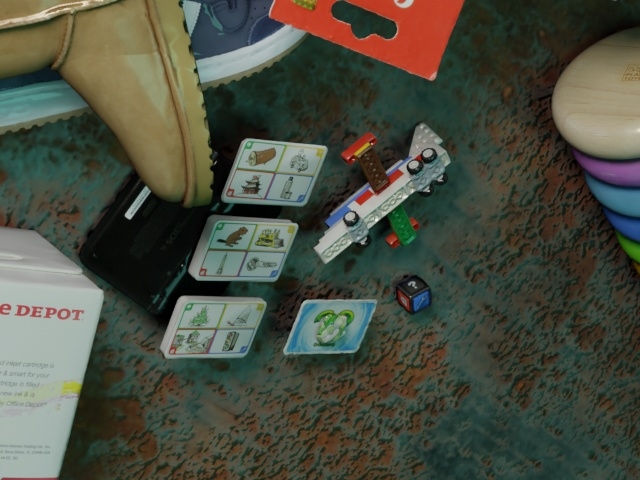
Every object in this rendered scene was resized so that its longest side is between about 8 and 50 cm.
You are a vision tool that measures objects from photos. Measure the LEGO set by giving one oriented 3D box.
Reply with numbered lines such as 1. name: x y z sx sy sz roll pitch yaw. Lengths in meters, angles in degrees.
1. LEGO set: 0.000 0.000 1.347 0.244 0.060 0.182 2 120 -40

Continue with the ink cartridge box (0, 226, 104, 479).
1. ink cartridge box: -0.240 0.085 1.187 0.128 0.127 0.176 8 106 -33

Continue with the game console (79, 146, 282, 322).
1. game console: -0.100 -0.007 1.307 0.107 0.071 0.122 36 89 -7

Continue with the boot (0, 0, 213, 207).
1. boot: -0.211 -0.101 1.066 0.270 0.089 0.236 -13 119 -5

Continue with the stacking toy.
1. stacking toy: 0.302 -0.014 1.483 0.141 0.141 0.330 -38 129 -13

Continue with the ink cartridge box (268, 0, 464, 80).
1. ink cartridge box: 0.064 -0.199 1.139 0.145 0.045 0.179 17 98 -35

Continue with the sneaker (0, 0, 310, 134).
1. sneaker: -0.134 -0.172 1.162 0.282 0.099 0.153 -17 120 -21
